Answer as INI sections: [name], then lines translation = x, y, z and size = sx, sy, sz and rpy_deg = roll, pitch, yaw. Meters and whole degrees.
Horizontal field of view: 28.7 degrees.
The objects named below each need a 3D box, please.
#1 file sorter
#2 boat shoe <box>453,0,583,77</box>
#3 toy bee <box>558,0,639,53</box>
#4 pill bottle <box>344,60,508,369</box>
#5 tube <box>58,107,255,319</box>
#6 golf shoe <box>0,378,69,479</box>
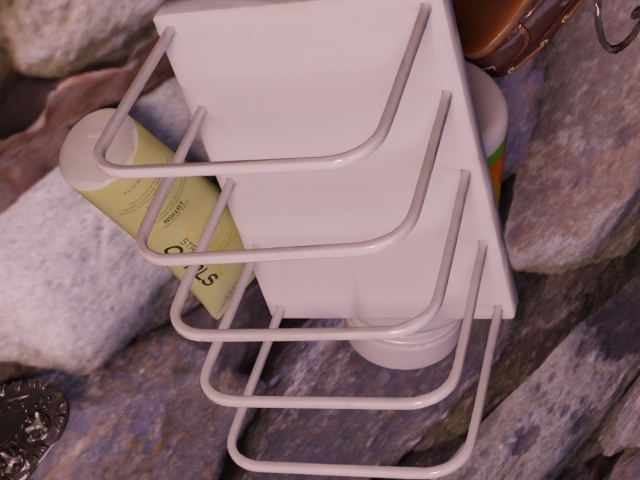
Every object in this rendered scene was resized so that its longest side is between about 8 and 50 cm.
[file sorter]
translation = 0.000, 0.000, 0.808
size = 0.173, 0.193, 0.277
rpy_deg = -69, 150, -45
[boat shoe]
translation = 0.181, -0.213, 0.956
size = 0.207, 0.073, 0.073
rpy_deg = -46, 145, 16
[toy bee]
translation = 0.155, -0.291, 0.818
size = 0.195, 0.162, 0.298
rpy_deg = 47, 65, -44
[pill bottle]
translation = 0.070, -0.014, 0.991
size = 0.136, 0.136, 0.245
rpy_deg = -24, 139, -22
[tube]
translation = -0.098, -0.016, 0.911
size = 0.070, 0.062, 0.240
rpy_deg = -12, 153, 18
[golf shoe]
translation = -0.258, 0.182, 0.957
size = 0.198, 0.077, 0.094
rpy_deg = -42, 157, 7
